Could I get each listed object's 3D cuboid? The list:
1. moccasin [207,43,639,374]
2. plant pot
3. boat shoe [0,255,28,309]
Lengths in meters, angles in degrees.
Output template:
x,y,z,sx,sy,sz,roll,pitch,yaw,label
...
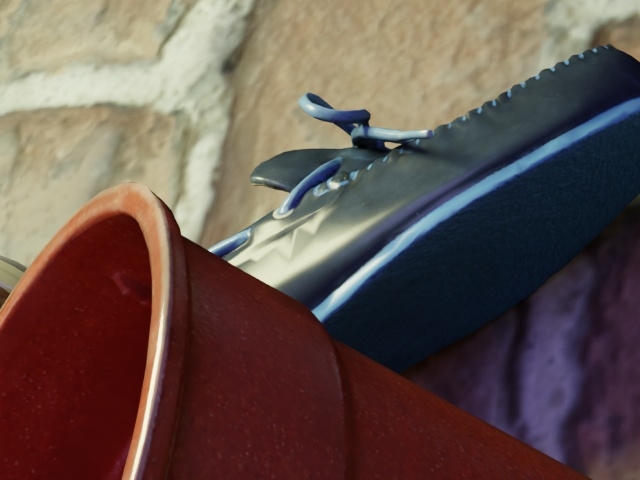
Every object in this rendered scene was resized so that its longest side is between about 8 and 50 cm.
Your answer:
x,y,z,sx,sy,sz,roll,pitch,yaw,label
0.000,0.000,0.864,0.342,0.138,0.117,-31,60,2,moccasin
0.003,0.156,0.600,0.272,0.265,0.272,-52,24,35,plant pot
-0.092,0.133,0.767,0.324,0.116,0.123,39,102,13,boat shoe
